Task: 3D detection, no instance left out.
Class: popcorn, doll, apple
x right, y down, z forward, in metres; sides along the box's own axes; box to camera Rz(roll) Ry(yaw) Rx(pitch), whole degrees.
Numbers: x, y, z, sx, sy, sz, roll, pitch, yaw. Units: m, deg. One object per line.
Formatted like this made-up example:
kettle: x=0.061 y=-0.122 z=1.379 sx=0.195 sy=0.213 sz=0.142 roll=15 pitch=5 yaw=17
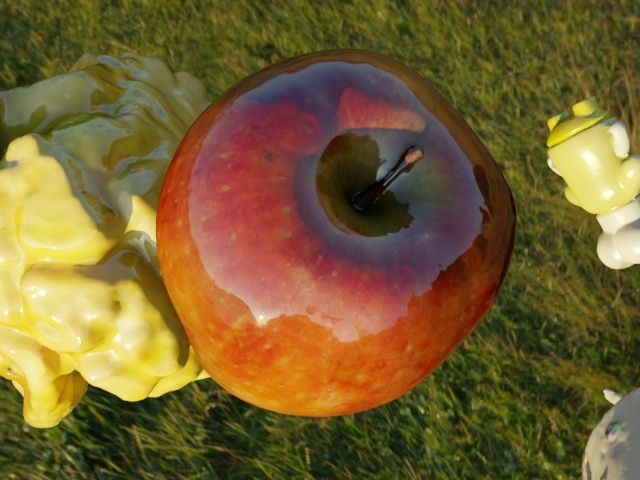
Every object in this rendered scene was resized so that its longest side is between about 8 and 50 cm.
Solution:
popcorn: x=-0.211 y=0.005 z=0.832 sx=0.381 sy=0.349 sz=0.349 roll=-38 pitch=57 yaw=27
doll: x=0.259 y=-0.047 z=0.777 sx=0.062 sy=0.106 sz=0.163 roll=-26 pitch=88 yaw=-21
apple: x=0.000 y=0.000 z=0.555 sx=0.229 sy=0.230 sz=0.230 roll=-5 pitch=62 yaw=9

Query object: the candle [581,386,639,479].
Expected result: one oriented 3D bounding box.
candle: x=0.289 y=0.199 z=0.650 sx=0.187 sy=0.188 sz=0.330 roll=-2 pitch=22 yaw=11
